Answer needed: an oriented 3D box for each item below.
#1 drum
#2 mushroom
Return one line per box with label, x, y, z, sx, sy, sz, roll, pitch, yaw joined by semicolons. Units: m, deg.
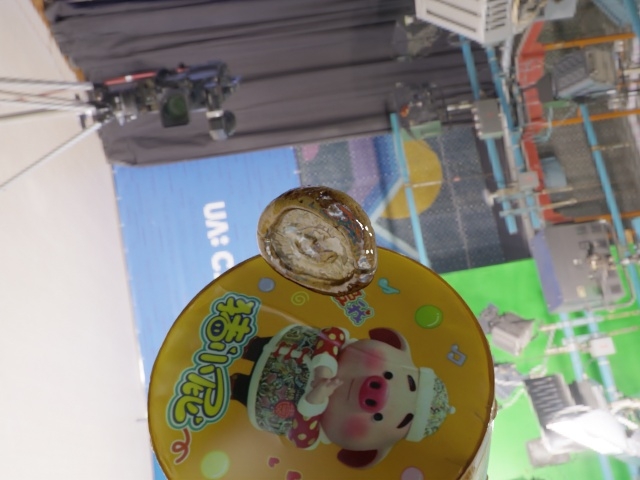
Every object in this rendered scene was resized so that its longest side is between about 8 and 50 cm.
drum;0.008;0.216;0.915;0.214;0.432;0.431;79;0;-50
mushroom;0.000;0.000;0.653;0.052;0.123;0.123;-57;151;-41
